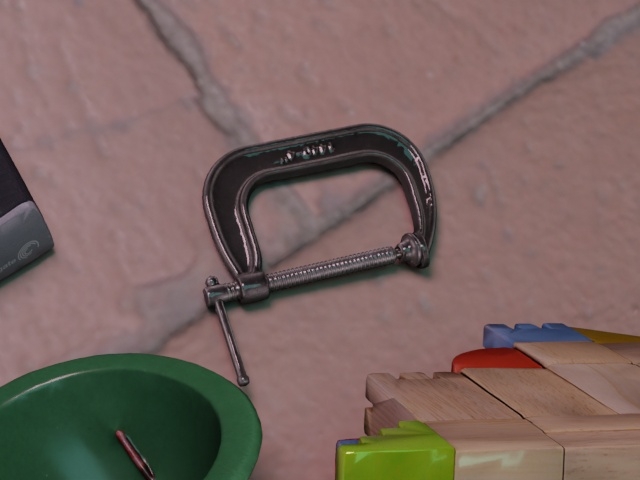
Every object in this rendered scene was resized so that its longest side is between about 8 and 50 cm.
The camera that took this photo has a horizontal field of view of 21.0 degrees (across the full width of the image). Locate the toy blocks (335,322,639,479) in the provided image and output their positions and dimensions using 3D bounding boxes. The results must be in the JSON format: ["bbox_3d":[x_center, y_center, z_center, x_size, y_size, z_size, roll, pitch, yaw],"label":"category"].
[{"bbox_3d":[0.161,0.112,0.871,0.381,0.261,0.190,-1,99,-14],"label":"toy blocks"}]

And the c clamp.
[{"bbox_3d":[0.000,0.000,1.000,0.161,0.022,0.137,-18,71,-18],"label":"c clamp"}]

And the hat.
[{"bbox_3d":[-0.091,0.183,0.905,0.208,0.183,0.173,17,43,39],"label":"hat"}]

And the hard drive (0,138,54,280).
[{"bbox_3d":[-0.287,-0.017,0.912,0.255,0.054,0.172,-26,79,-21],"label":"hard drive"}]
